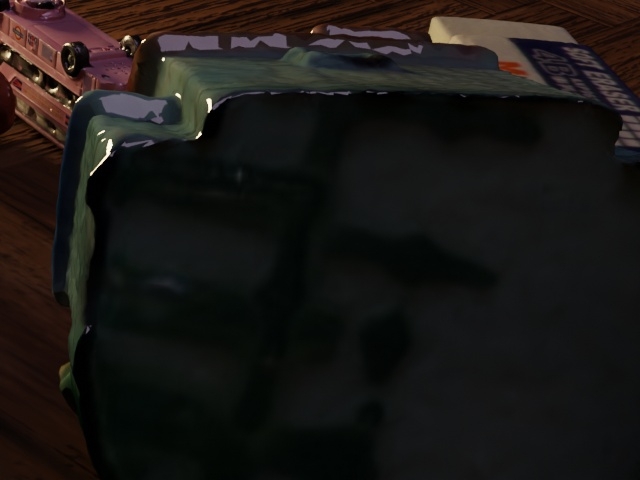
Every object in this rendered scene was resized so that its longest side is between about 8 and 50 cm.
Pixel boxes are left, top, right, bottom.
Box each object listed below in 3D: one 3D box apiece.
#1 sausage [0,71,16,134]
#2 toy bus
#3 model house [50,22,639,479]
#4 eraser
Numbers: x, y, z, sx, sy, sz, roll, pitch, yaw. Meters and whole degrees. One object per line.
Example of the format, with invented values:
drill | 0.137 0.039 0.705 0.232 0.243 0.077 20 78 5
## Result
sausage | -0.262 -0.100 1.191 0.094 0.059 0.054 2 47 -20
toy bus | -0.190 -0.125 1.229 0.063 0.090 0.203 -13 35 -37
model house | 0.000 0.000 0.910 0.295 0.252 0.329 1 21 -14
eraser | 0.170 -0.086 1.276 0.124 0.081 0.279 1 28 -16
